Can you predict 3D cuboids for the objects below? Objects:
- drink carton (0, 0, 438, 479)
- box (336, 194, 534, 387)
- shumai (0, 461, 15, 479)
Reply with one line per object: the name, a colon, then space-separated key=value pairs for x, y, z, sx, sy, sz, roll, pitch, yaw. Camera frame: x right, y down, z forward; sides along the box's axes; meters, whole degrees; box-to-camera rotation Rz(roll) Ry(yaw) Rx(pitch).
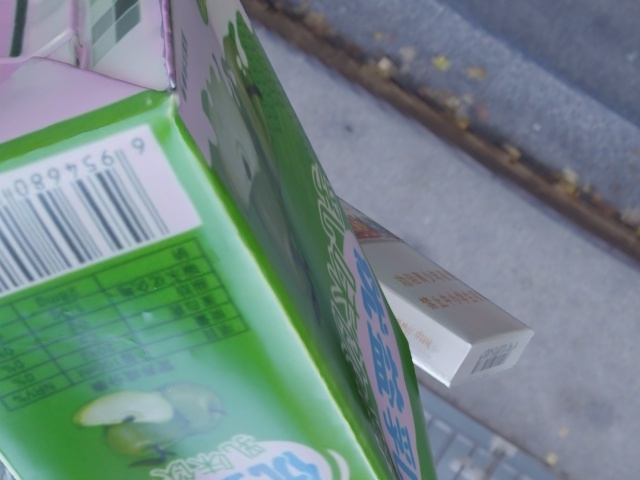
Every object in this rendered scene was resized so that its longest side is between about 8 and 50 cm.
drink carton: x=-0.048 y=0.017 z=0.503 sx=0.108 sy=0.161 sz=0.271 roll=-19 pitch=129 yaw=9
box: x=0.000 y=-0.001 z=0.783 sx=0.220 sy=0.122 sz=0.032 roll=35 pitch=104 yaw=19
shumai: x=-0.154 y=0.096 z=0.888 sx=0.309 sy=0.263 sz=0.304 roll=58 pitch=139 yaw=18
